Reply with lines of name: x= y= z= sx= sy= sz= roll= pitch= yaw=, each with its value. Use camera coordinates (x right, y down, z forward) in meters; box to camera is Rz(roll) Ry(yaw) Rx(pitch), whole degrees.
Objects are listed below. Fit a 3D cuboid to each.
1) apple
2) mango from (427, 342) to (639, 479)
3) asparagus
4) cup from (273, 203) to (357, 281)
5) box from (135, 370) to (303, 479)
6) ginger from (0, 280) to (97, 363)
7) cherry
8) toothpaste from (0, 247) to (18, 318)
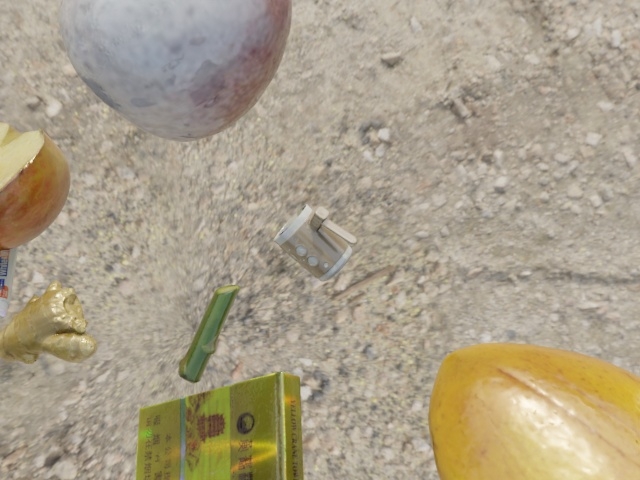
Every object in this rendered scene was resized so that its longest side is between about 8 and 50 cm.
apple: x=-0.579 y=-0.079 z=1.288 sx=0.251 sy=0.293 sz=0.163 roll=-55 pitch=135 yaw=-23
mango: x=0.173 y=0.165 z=0.423 sx=0.187 sy=0.138 sz=0.257 roll=-27 pitch=69 yaw=-11
asparagus: x=-0.273 y=0.223 z=1.708 sx=0.060 sy=0.067 sz=0.278 roll=12 pitch=107 yaw=-42
cup: x=0.001 y=-0.003 z=1.030 sx=0.099 sy=0.074 sz=0.102 roll=43 pitch=116 yaw=-9
box: x=-0.098 y=0.200 z=0.648 sx=0.030 sy=0.193 sz=0.121 roll=26 pitch=52 yaw=-46
ginger: x=-0.425 y=0.130 z=1.069 sx=0.205 sy=0.081 sz=0.115 roll=-9 pitch=107 yaw=25
cherry: x=-0.219 y=-0.319 z=1.067 sx=0.326 sy=0.335 sz=0.291 roll=18 pitch=50 yaw=-29
toothpaste: x=-0.600 y=0.064 z=1.327 sx=0.052 sy=0.033 sz=0.218 roll=0 pitch=38 yaw=-20
